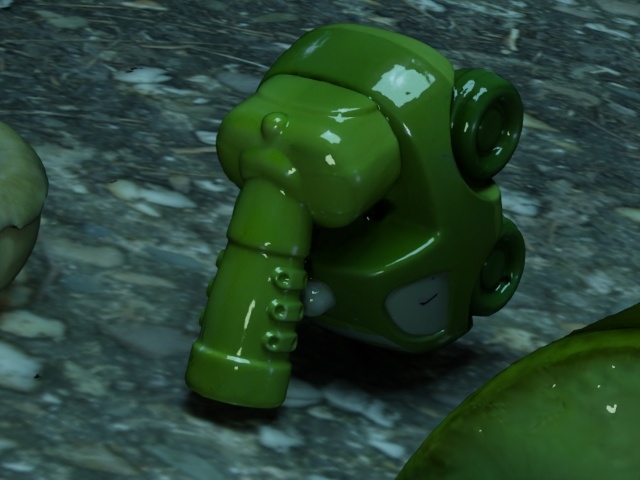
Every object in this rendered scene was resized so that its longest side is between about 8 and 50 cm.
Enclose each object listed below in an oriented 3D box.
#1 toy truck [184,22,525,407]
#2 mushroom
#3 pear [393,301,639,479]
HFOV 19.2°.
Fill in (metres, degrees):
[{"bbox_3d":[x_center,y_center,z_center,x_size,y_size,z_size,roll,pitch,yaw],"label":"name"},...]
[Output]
[{"bbox_3d":[0.009,-0.019,1.017,0.148,0.187,0.210,21,25,35],"label":"toy truck"},{"bbox_3d":[-0.227,-0.028,1.028,0.154,0.122,0.154,10,31,-6],"label":"mushroom"},{"bbox_3d":[0.150,0.117,0.654,0.286,0.282,0.176,17,20,20],"label":"pear"}]
